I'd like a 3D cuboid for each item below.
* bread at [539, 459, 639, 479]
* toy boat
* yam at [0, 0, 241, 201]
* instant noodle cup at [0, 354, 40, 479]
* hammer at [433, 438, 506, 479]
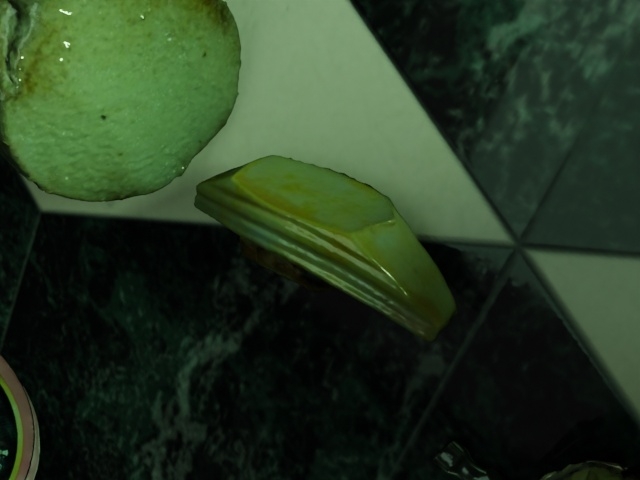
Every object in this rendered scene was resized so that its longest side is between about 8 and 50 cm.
[{"bbox_3d":[0.109,0.232,0.382,0.136,0.107,0.241,37,114,7],"label":"bread"},{"bbox_3d":[0.000,0.000,0.447,0.172,0.065,0.066,27,132,25],"label":"toy boat"},{"bbox_3d":[-0.188,-0.155,0.479,0.268,0.161,0.161,43,116,20],"label":"yam"},{"bbox_3d":[-0.381,0.211,0.620,0.244,0.244,0.255,49,124,14],"label":"instant noodle cup"},{"bbox_3d":[0.054,0.213,0.471,0.078,0.021,0.201,41,115,18],"label":"hammer"}]
